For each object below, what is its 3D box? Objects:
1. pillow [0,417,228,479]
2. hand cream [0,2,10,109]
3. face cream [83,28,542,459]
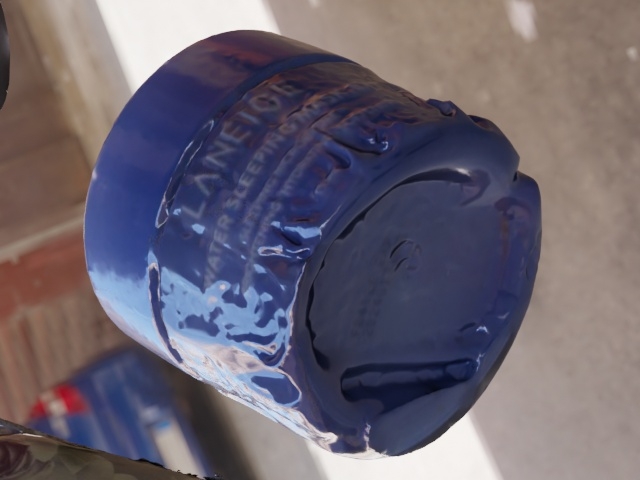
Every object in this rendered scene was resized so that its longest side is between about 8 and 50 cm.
[{"bbox_3d":[-0.047,0.137,0.684,0.169,0.255,0.059,-85,20,-45],"label":"pillow"},{"bbox_3d":[-0.312,-0.046,0.846,0.185,0.358,0.118,53,-156,-51],"label":"hand cream"},{"bbox_3d":[0.000,0.000,1.329,0.225,0.249,0.249,24,140,40],"label":"face cream"}]
